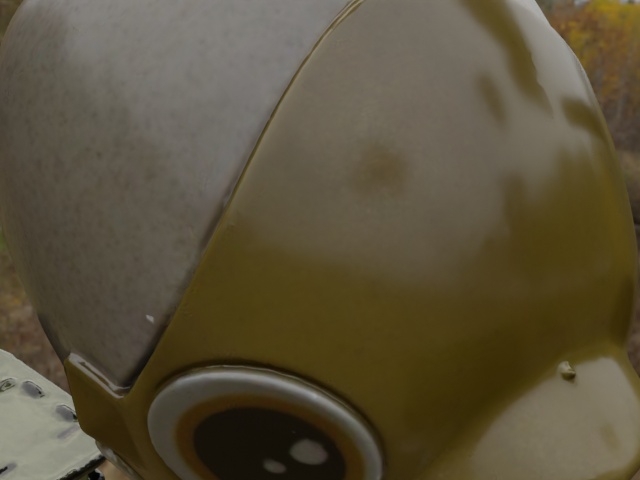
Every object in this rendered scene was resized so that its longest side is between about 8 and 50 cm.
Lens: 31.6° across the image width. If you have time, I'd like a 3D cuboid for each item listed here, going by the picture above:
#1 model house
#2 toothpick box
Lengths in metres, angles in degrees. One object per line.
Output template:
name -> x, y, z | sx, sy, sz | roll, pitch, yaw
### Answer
model house -> -0.328, 0.279, 1.073 | 0.218, 0.278, 0.205 | 27, 35, 30
toothpick box -> 0.000, 0.000, 0.771 | 0.409, 0.425, 0.409 | -28, -6, -3
